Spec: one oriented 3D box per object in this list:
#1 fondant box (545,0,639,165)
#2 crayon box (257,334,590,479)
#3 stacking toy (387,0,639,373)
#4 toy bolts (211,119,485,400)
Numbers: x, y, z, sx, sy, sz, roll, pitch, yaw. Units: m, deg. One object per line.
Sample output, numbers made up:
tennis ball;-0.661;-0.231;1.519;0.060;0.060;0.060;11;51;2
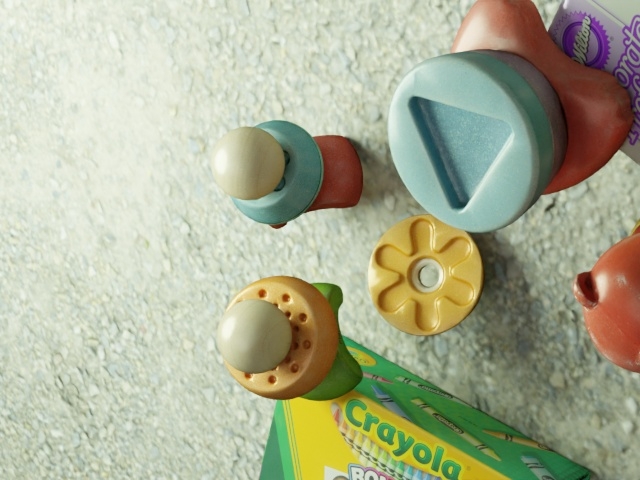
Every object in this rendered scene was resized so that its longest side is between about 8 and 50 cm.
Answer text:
fondant box;0.328;-0.120;1.356;0.330;0.096;0.238;41;130;23
crayon box;0.081;0.217;1.708;0.278;0.081;0.165;27;116;31
stacking toy;0.189;-0.075;1.342;0.309;0.130;0.279;38;130;23
toy bolts;0.000;0.000;1.617;0.218;0.158;0.228;-22;76;20
